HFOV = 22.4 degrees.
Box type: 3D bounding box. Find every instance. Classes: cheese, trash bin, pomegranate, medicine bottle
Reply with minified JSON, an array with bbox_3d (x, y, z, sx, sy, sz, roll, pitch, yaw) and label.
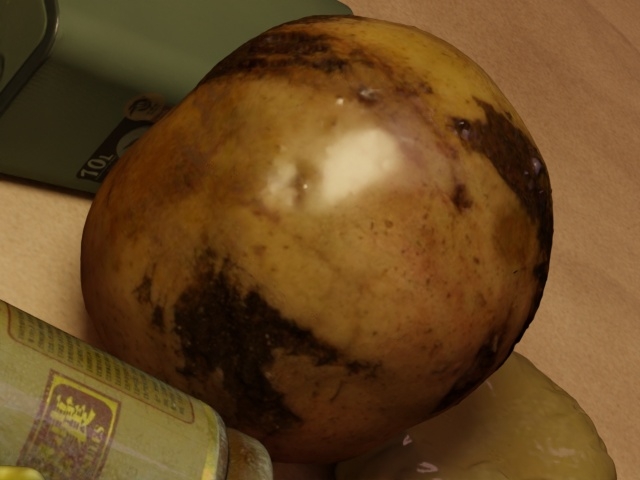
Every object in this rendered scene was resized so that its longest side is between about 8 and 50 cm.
[{"bbox_3d":[0.110,0.163,1.226,0.226,0.117,0.214,2,46,-40],"label":"cheese"},{"bbox_3d":[-0.117,-0.142,1.275,0.343,0.158,0.223,16,43,-37],"label":"trash bin"},{"bbox_3d":[0.000,0.000,1.088,0.322,0.322,0.322,28,37,-23],"label":"pomegranate"},{"bbox_3d":[-0.195,0.112,0.922,0.322,0.151,0.151,29,36,-21],"label":"medicine bottle"}]

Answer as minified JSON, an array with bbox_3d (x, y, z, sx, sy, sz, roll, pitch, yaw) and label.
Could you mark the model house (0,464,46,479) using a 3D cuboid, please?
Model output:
[{"bbox_3d":[-0.152,0.251,0.781,0.303,0.215,0.237,10,38,0],"label":"model house"}]
